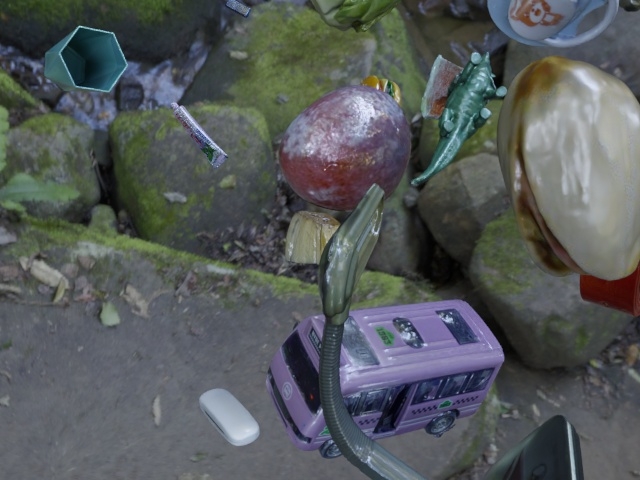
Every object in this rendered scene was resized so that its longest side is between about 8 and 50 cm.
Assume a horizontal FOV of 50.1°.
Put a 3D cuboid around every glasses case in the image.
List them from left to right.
[{"bbox_3d":[-0.208,0.397,1.550,0.074,0.193,0.049,-17,119,-32],"label":"glasses case"},{"bbox_3d":[-0.238,-0.676,1.994,0.083,0.023,0.034,33,86,19],"label":"glasses case"}]

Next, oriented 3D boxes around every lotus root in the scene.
[{"bbox_3d":[-0.001,-0.002,1.631,0.159,0.135,0.095,17,26,28],"label":"lotus root"}]

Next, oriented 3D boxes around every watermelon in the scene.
[{"bbox_3d":[0.283,-0.314,1.359,0.097,0.158,0.121,13,67,-33],"label":"watermelon"}]

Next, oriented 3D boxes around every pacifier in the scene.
[{"bbox_3d":[0.469,-0.505,1.344,0.227,0.279,0.207,24,67,-6],"label":"pacifier"}]

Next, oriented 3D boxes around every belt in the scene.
[{"bbox_3d":[0.608,-0.017,1.336,0.227,0.115,0.324,-13,114,-52],"label":"belt"}]

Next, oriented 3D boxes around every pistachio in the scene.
[{"bbox_3d":[0.237,-0.066,0.648,0.143,0.144,0.215,-17,98,-25],"label":"pistachio"}]

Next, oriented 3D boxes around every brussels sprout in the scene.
[{"bbox_3d":[0.115,-0.699,1.785,0.328,0.328,0.247,-43,106,-27],"label":"brussels sprout"}]

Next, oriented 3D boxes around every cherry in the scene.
[{"bbox_3d":[0.059,-0.169,1.280,0.285,0.212,0.236,-13,107,-40],"label":"cherry"}]

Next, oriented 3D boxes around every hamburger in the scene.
[{"bbox_3d":[0.141,-0.354,1.806,0.115,0.162,0.162,17,67,-20],"label":"hamburger"}]

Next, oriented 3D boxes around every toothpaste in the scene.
[{"bbox_3d":[-0.264,-0.229,1.467,0.170,0.045,0.028,51,20,2],"label":"toothpaste"}]

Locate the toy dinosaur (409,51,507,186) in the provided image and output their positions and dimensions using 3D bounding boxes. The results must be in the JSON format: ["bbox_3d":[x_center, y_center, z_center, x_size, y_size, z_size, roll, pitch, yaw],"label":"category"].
[{"bbox_3d":[0.233,-0.205,1.111,0.079,0.120,0.292,29,53,-4],"label":"toy dinosaur"}]

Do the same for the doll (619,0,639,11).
[{"bbox_3d":[0.689,-0.464,1.288,0.285,0.202,0.091,22,94,18],"label":"doll"}]

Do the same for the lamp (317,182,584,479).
[{"bbox_3d":[0.083,0.099,0.533,0.283,0.124,0.203,48,29,-9],"label":"lamp"}]

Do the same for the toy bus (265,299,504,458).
[{"bbox_3d":[0.059,0.116,0.610,0.198,0.108,0.096,-2,41,-30],"label":"toy bus"}]

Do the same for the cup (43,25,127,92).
[{"bbox_3d":[-0.553,-0.404,1.581,0.134,0.235,0.148,-28,111,-28],"label":"cup"}]
